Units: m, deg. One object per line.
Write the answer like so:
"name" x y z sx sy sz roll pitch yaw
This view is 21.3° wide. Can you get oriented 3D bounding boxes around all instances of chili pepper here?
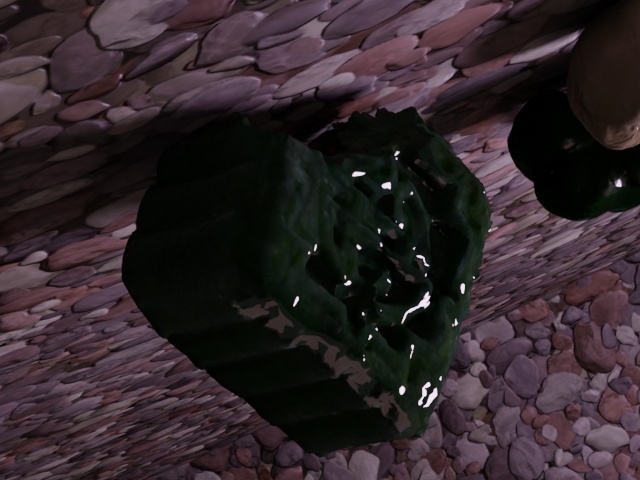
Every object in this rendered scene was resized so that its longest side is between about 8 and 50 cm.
"chili pepper" 0.303 -0.106 1.871 0.174 0.165 0.261 -34 178 -2

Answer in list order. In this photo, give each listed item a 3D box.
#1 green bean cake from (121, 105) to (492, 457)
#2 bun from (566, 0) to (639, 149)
"green bean cake" 0.000 0.000 1.534 0.169 0.300 0.308 -15 136 42
"bun" 0.303 -0.176 1.638 0.173 0.113 0.166 -52 164 19
